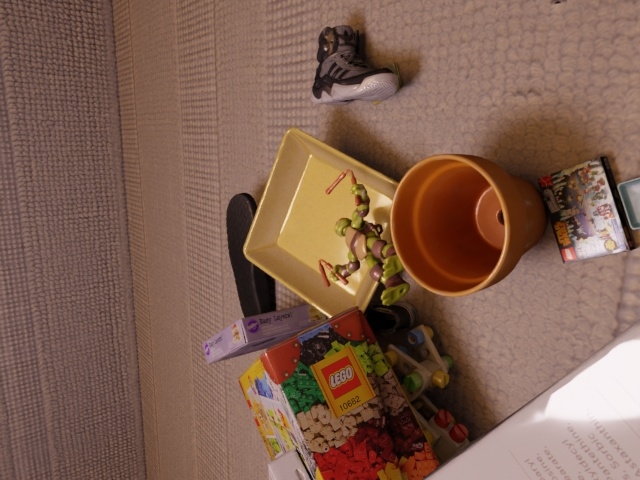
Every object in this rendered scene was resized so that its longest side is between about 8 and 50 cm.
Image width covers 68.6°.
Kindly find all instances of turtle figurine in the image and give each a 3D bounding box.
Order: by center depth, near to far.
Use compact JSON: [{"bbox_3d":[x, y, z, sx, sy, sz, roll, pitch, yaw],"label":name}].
[{"bbox_3d":[0.082,0.021,0.877,0.217,0.087,0.269,48,136,45],"label":"turtle figurine"}]

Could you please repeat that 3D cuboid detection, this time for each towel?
[{"bbox_3d":[0.129,-0.319,0.959,0.083,0.009,0.060,-15,84,52],"label":"towel"}]

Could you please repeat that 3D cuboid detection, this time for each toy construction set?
[{"bbox_3d":[0.229,0.339,0.869,0.327,0.151,0.215,56,136,44],"label":"toy construction set"}]

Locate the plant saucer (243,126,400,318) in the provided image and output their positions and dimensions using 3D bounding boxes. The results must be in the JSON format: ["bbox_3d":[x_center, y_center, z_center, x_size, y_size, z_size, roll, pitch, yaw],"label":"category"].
[{"bbox_3d":[0.019,-0.030,1.020,0.333,0.081,0.332,33,113,22],"label":"plant saucer"}]

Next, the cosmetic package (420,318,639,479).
[{"bbox_3d":[0.383,0.285,0.506,0.327,0.330,0.393,54,133,29],"label":"cosmetic package"}]

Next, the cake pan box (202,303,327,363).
[{"bbox_3d":[-0.150,0.245,1.232,0.267,0.246,0.070,-37,64,50],"label":"cake pan box"}]

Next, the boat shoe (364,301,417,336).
[{"bbox_3d":[0.109,0.173,1.033,0.219,0.070,0.077,-22,80,51],"label":"boat shoe"}]

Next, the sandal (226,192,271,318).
[{"bbox_3d":[-0.188,0.057,1.373,0.168,0.107,0.445,30,132,43],"label":"sandal"}]

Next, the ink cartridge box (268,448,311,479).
[{"bbox_3d":[-0.047,0.418,0.787,0.088,0.052,0.122,53,152,33],"label":"ink cartridge box"}]

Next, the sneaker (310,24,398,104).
[{"bbox_3d":[0.059,-0.358,0.946,0.269,0.101,0.153,21,113,59],"label":"sneaker"}]

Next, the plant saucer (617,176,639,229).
[{"bbox_3d":[0.476,-0.069,0.571,0.192,0.018,0.067,-21,80,50],"label":"plant saucer"}]

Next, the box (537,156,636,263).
[{"bbox_3d":[0.384,-0.042,0.682,0.094,0.027,0.136,-23,79,52],"label":"box"}]

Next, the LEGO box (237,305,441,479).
[{"bbox_3d":[0.009,0.389,0.963,0.372,0.193,0.500,63,157,13],"label":"LEGO box"}]

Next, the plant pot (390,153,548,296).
[{"bbox_3d":[0.246,-0.032,0.727,0.205,0.188,0.205,14,109,50],"label":"plant pot"}]
